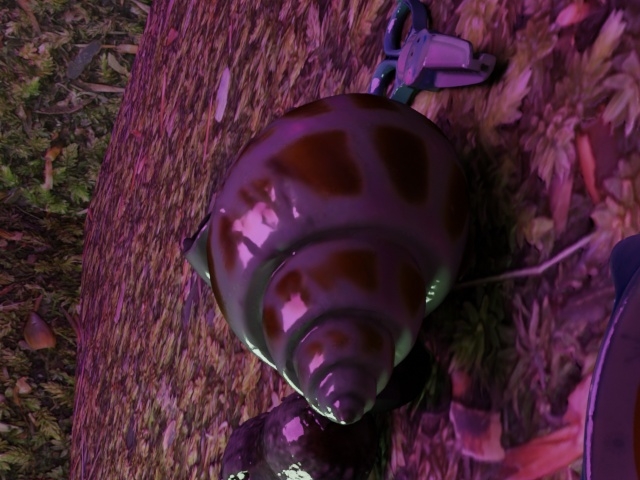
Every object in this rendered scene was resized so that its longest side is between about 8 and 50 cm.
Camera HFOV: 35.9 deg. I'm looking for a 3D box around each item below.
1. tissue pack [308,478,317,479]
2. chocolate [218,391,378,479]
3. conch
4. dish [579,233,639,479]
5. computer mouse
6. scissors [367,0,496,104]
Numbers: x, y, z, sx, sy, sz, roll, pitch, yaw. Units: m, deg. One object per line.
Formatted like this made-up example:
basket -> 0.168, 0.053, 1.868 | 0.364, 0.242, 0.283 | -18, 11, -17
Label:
tissue pack -> 0.040, 0.248, 0.801 | 0.138, 0.028, 0.085 | 14, 127, 59
chocolate -> -0.025, 0.204, 0.938 | 0.248, 0.110, 0.110 | -38, 44, 56
conch -> 0.000, 0.000, 0.784 | 0.249, 0.197, 0.368 | -31, 9, 23
dish -> 0.201, 0.081, 0.420 | 0.228, 0.086, 0.236 | -116, 41, -61
computer mouse -> 0.031, 0.106, 0.853 | 0.172, 0.099, 0.057 | -135, 45, -61
scissors -> 0.098, -0.166, 0.909 | 0.256, 0.030, 0.125 | -145, 69, -71
